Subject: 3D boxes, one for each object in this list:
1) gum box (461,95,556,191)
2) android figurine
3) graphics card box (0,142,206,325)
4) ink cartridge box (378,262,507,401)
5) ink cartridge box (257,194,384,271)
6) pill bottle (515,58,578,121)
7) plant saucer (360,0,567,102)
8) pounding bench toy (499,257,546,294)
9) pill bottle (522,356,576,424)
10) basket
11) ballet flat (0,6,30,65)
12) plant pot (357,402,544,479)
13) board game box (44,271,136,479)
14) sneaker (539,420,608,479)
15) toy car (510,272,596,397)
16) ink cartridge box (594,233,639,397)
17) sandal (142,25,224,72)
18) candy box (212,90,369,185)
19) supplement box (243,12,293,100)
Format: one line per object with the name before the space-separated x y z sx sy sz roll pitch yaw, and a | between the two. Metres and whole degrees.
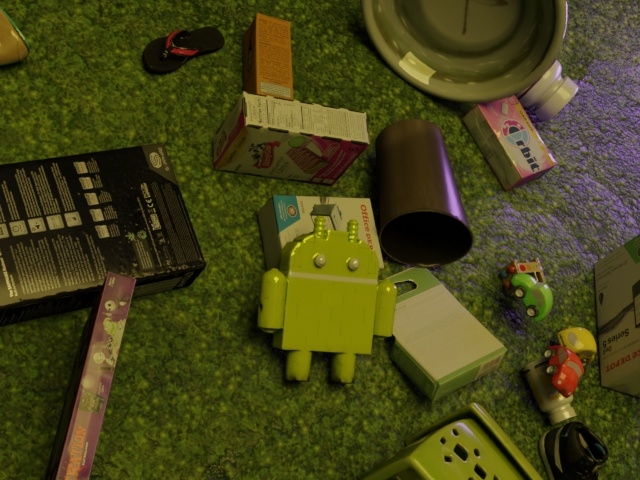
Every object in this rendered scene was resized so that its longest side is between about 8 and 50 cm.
gum box | 0.379 -0.205 2.118 0.107 0.062 0.188 -22 77 -34
android figurine | 0.012 0.097 1.716 0.248 0.056 0.273 8 88 -26
graphics card box | -0.385 -0.013 1.611 0.371 0.094 0.233 -13 71 -30
ink cartridge box | 0.188 0.158 1.843 0.171 0.056 0.235 -21 52 -34
ink cartridge box | 0.000 0.000 1.809 0.190 0.082 0.140 0 66 -25
pill bottle | 0.422 -0.357 2.182 0.221 0.121 0.121 42 54 -2
plant saucer | 0.277 -0.455 1.997 0.400 0.400 0.100 37 45 -6
pounding bench toy | 0.384 0.082 1.980 0.065 0.052 0.083 -4 68 -29
pill bottle | 0.416 0.271 1.892 0.065 0.065 0.116 -11 71 -31
basket | 0.177 -0.093 1.902 0.204 0.154 0.227 37 38 -46
ballet flat | -0.567 -0.387 1.723 0.073 0.080 0.232 -32 81 -20
plant pot | 0.207 0.397 1.630 0.228 0.227 0.207 50 48 4
board game box | -0.329 0.239 1.441 0.056 0.208 0.347 19 58 -18
sneaker | 0.456 0.420 1.801 0.079 0.121 0.217 -10 70 -30
toy car | 0.423 0.150 1.896 0.225 0.053 0.239 59 26 4
ink cartridge box | 0.629 0.137 1.987 0.115 0.198 0.273 16 59 -19
sandal | -0.245 -0.354 1.889 0.179 0.040 0.067 -30 82 -35
candy box | -0.053 -0.173 1.822 0.233 0.159 0.071 7 62 -23
supplement box | -0.096 -0.296 1.914 0.080 0.078 0.233 7 63 -24
